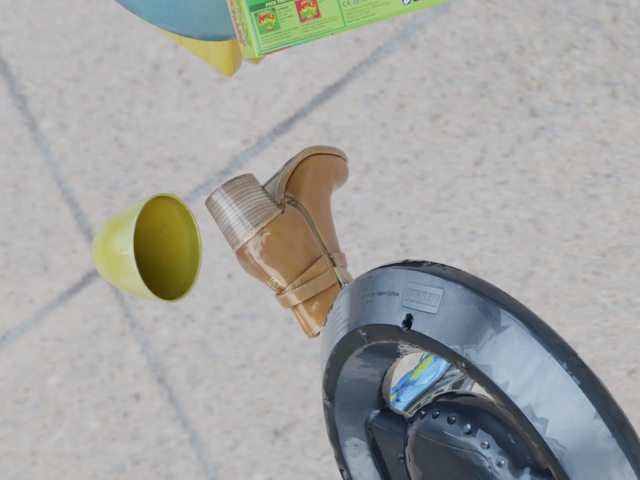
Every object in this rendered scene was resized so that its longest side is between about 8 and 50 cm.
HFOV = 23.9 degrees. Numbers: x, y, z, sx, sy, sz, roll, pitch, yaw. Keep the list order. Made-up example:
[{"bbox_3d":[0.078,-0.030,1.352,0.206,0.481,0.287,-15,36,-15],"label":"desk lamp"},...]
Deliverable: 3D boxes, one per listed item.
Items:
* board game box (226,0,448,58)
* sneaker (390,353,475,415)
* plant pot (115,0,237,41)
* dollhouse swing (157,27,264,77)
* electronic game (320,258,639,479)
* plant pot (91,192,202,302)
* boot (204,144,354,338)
[{"bbox_3d":[0.026,-0.187,0.989,0.181,0.043,0.092,-18,99,-13],"label":"board game box"},{"bbox_3d":[0.106,0.157,1.435,0.078,0.067,0.188,43,93,-11],"label":"sneaker"},{"bbox_3d":[-0.109,-0.372,1.503,0.195,0.290,0.290,-38,71,38],"label":"plant pot"},{"bbox_3d":[-0.166,-0.443,1.908,0.305,0.347,0.315,18,135,18],"label":"dollhouse swing"},{"bbox_3d":[0.079,0.114,0.733,0.229,0.048,0.229,36,142,34],"label":"electronic game"},{"bbox_3d":[-0.223,0.013,1.856,0.095,0.134,0.134,-6,86,33],"label":"plant pot"},{"bbox_3d":[0.000,0.000,1.903,0.109,0.283,0.220,-42,80,28],"label":"boot"}]
